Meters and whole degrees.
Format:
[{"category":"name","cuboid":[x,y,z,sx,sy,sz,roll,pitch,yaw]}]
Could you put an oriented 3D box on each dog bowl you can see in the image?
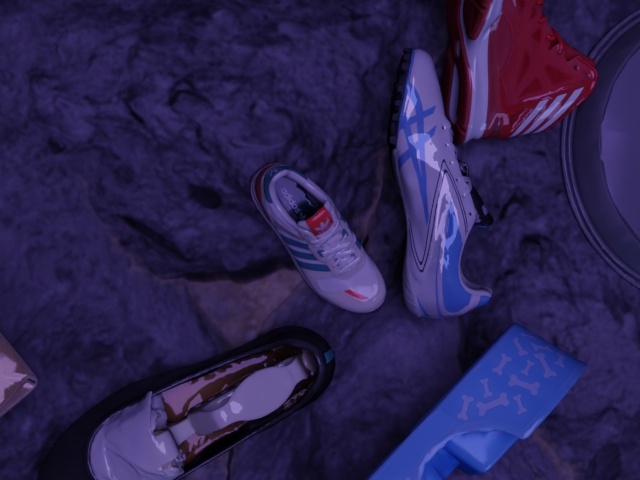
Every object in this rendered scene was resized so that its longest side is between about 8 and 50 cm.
[{"category":"dog bowl","cuboid":[0.100,0.189,1.553,0.074,0.166,0.297,43,83,5]}]

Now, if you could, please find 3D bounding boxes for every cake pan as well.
[{"category":"cake pan","cuboid":[0.365,-0.084,1.651,0.293,0.054,0.293,0,89,-9]}]

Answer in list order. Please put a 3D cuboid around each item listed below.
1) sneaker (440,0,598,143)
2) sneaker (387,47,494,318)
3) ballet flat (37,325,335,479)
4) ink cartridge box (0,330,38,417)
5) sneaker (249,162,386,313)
[{"category":"sneaker","cuboid":[0.180,-0.193,1.594,0.128,0.087,0.221,-3,122,-20]},{"category":"sneaker","cuboid":[0.104,-0.051,1.590,0.086,0.085,0.237,-7,96,2]},{"category":"ballet flat","cuboid":[-0.114,0.151,1.546,0.280,0.096,0.095,-30,94,-8]},{"category":"ink cartridge box","cuboid":[-0.333,0.050,1.463,0.088,0.193,0.234,-40,96,-10]},{"category":"sneaker","cuboid":[0.000,0.000,1.578,0.057,0.075,0.161,-39,95,-8]}]
